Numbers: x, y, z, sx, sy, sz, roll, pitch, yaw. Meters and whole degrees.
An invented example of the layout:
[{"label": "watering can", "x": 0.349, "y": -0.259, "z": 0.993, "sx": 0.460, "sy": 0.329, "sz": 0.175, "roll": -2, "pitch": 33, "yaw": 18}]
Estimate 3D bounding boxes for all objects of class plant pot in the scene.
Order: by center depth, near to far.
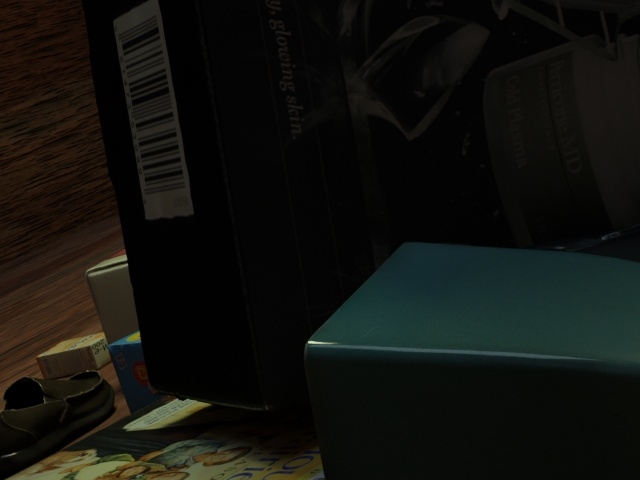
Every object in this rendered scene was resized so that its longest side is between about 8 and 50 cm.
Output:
[{"label": "plant pot", "x": 0.139, "y": 0.103, "z": 0.859, "sx": 0.234, "sy": 0.165, "sz": 0.166, "roll": -1, "pitch": 20, "yaw": 26}]

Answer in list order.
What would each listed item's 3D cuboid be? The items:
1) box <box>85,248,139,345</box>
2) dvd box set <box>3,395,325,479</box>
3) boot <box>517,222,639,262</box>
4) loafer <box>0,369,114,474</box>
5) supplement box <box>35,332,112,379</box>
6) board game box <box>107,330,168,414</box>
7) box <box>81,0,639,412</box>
[{"label": "box", "x": -0.165, "y": 0.062, "z": 1.888, "sx": 0.126, "sy": 0.149, "sz": 0.232, "roll": -15, "pitch": 10, "yaw": 21}, {"label": "dvd box set", "x": -0.074, "y": 0.182, "z": 1.187, "sx": 0.307, "sy": 0.062, "sz": 0.420, "roll": -25, "pitch": 10, "yaw": -38}, {"label": "boot", "x": 0.376, "y": -0.007, "z": 0.975, "sx": 0.445, "sy": 0.146, "sz": 0.367, "roll": -11, "pitch": -6, "yaw": -10}, {"label": "loafer", "x": -0.294, "y": 0.178, "z": 1.655, "sx": 0.080, "sy": 0.078, "sz": 0.220, "roll": -15, "pitch": 9, "yaw": 22}, {"label": "supplement box", "x": -0.318, "y": 0.151, "z": 2.040, "sx": 0.098, "sy": 0.036, "sz": 0.062, "roll": -14, "pitch": 10, "yaw": 31}, {"label": "board game box", "x": -0.013, "y": 0.085, "z": 1.609, "sx": 0.302, "sy": 0.086, "sz": 0.308, "roll": -25, "pitch": 10, "yaw": -40}, {"label": "box", "x": 0.080, "y": -0.146, "z": 1.257, "sx": 0.471, "sy": 0.480, "sz": 0.297, "roll": -11, "pitch": 3, "yaw": -24}]
